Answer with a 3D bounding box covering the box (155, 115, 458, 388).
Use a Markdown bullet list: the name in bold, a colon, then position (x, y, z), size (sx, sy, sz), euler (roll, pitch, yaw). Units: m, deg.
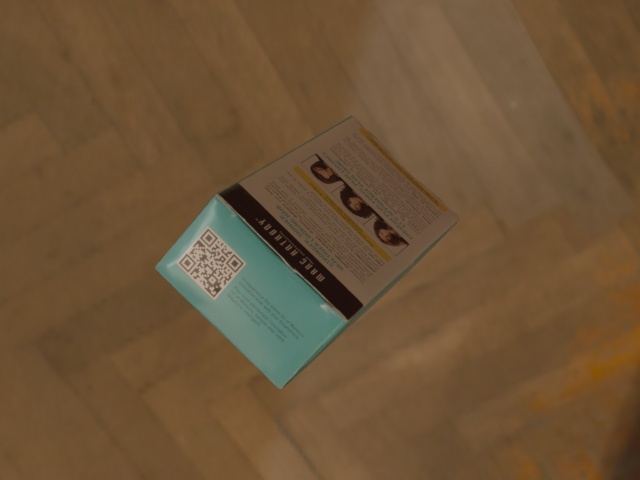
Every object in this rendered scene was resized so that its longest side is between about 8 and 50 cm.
- **box**: position (0.000, 0.000, 1.099), size (0.100, 0.244, 0.060), euler (44, 113, 4)
